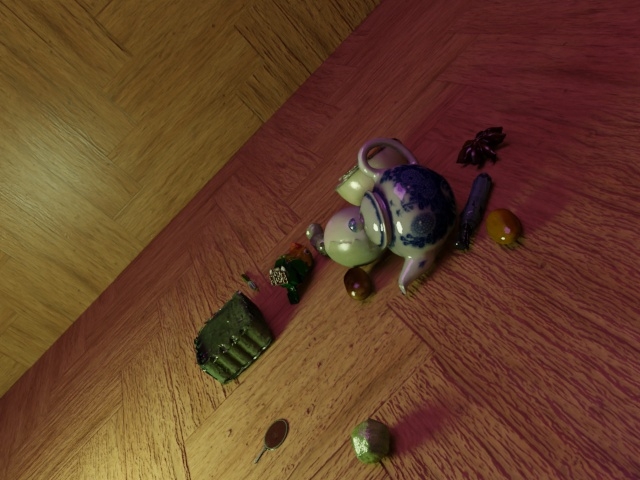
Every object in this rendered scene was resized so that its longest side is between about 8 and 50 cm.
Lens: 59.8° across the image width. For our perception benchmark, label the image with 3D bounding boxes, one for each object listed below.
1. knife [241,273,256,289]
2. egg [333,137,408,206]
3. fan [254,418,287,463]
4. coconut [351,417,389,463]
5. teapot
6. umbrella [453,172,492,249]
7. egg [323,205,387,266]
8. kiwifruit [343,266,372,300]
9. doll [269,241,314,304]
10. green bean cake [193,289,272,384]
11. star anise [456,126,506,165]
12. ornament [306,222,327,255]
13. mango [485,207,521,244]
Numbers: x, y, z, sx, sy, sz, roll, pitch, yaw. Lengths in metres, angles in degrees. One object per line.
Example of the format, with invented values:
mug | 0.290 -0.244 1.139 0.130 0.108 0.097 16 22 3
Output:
knife | -0.268 0.157 2.093 0.022 0.026 0.184 -12 18 -21
egg | 0.186 -0.196 1.802 0.264 0.174 0.286 -38 5 13
fan | -0.133 0.529 1.460 0.133 0.005 0.085 -52 30 -11
coconut | 0.108 0.426 1.195 0.087 0.088 0.096 -33 37 23
teapot | 0.206 -0.073 1.480 0.279 0.425 0.252 -15 -7 -9
umbrella | 0.401 -0.080 1.475 0.053 0.052 0.251 -8 46 48
egg | 0.097 -0.007 1.653 0.217 0.183 0.183 -25 34 47
kiwifruit | 0.107 0.124 1.587 0.075 0.075 0.124 -41 25 9
doll | -0.087 0.096 1.835 0.106 0.134 0.186 -18 32 43
green bean cake | -0.292 0.312 1.817 0.241 0.132 0.255 -46 27 -1
star anise | 0.469 -0.277 1.630 0.167 0.057 0.168 -32 33 24
ornament | 0.000 0.000 1.880 0.081 0.075 0.156 -7 25 -16
mango | 0.445 -0.033 1.348 0.080 0.060 0.114 -43 33 12
